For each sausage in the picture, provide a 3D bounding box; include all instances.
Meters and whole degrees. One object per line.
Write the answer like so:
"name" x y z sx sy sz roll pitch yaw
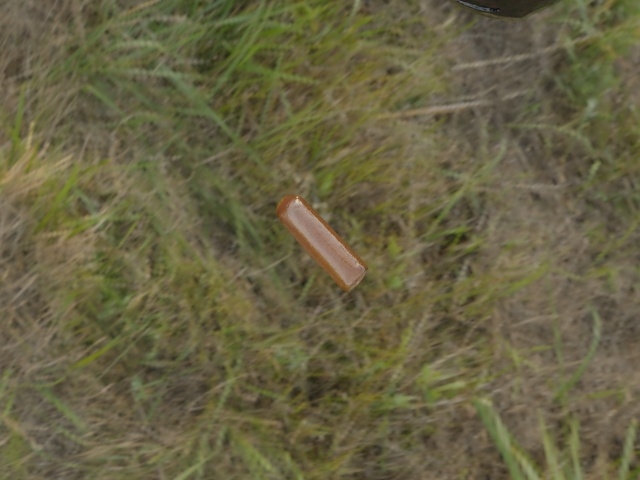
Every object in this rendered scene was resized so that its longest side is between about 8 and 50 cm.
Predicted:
"sausage" 0.000 0.000 1.524 0.039 0.041 0.131 -46 75 15

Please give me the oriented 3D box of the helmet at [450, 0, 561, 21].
"helmet" 0.198 -0.357 1.583 0.177 0.225 0.305 -44 88 14
